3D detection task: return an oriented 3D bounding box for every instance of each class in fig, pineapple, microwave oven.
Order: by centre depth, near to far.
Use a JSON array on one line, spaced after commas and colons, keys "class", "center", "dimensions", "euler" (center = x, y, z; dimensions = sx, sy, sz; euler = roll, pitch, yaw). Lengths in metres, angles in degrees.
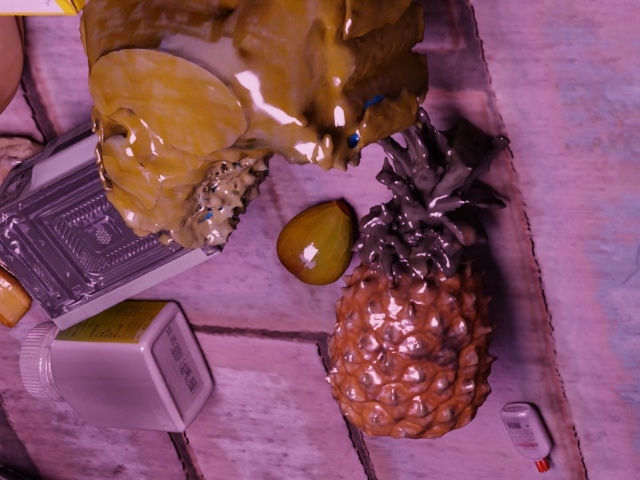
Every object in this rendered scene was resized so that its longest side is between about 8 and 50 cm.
[{"class": "pineapple", "center": [0.086, 0.016, 1.731], "dimensions": [0.169, 0.169, 0.340], "euler": [13, 122, 21]}, {"class": "fig", "center": [0.000, 0.000, 1.820], "dimensions": [0.074, 0.074, 0.088], "euler": [33, 116, 0]}, {"class": "microwave oven", "center": [-0.202, -0.030, 1.837], "dimensions": [0.208, 0.122, 0.162], "euler": [-26, 114, 26]}]

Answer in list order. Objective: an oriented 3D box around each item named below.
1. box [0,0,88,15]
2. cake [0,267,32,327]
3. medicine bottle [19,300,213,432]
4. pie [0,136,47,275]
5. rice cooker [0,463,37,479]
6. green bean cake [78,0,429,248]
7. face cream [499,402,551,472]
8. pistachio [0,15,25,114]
[{"class": "box", "center": [-0.217, -0.292, 1.538], "dimensions": [0.168, 0.265, 0.097], "euler": [3, 131, 27]}, {"class": "cake", "center": [-0.355, 0.057, 2.086], "dimensions": [0.084, 0.044, 0.084], "euler": [34, 165, 10]}, {"class": "medicine bottle", "center": [-0.227, 0.134, 2.062], "dimensions": [0.188, 0.088, 0.132], "euler": [1, 128, 31]}, {"class": "pie", "center": [-0.301, -0.014, 1.998], "dimensions": [0.185, 0.052, 0.218], "euler": [-22, 118, 39]}, {"class": "rice cooker", "center": [-0.369, 0.390, 2.283], "dimensions": [0.280, 0.227, 0.241], "euler": [10, 147, 49]}, {"class": "green bean cake", "center": [-0.066, -0.123, 1.577], "dimensions": [0.310, 0.202, 0.285], "euler": [11, 119, 37]}, {"class": "face cream", "center": [0.210, 0.199, 1.906], "dimensions": [0.040, 0.021, 0.083], "euler": [-5, 125, 34]}, {"class": "pistachio", "center": [-0.382, -0.222, 1.780], "dimensions": [0.181, 0.162, 0.293], "euler": [-13, 125, 7]}]
